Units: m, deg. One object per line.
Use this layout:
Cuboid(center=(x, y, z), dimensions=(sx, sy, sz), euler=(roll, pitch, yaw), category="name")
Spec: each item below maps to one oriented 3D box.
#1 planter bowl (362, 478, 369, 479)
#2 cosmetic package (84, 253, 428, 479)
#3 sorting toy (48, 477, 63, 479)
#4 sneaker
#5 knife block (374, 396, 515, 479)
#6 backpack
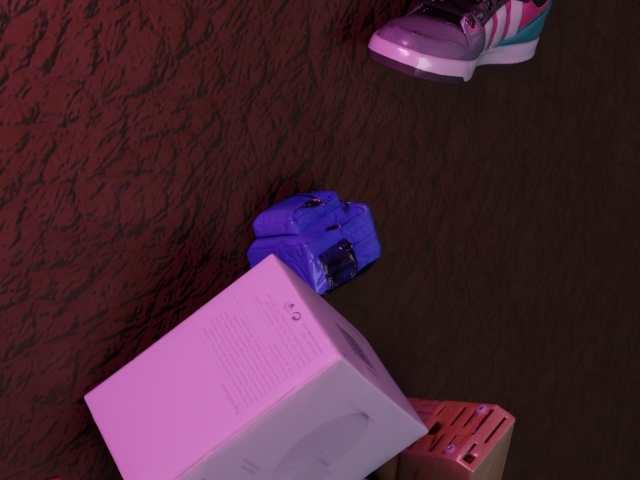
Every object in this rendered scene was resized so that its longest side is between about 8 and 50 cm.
Cuboid(center=(-0.030, 0.343, 1.737), dimensions=(0.217, 0.090, 0.217), euler=(-32, 134, -40), category="planter bowl")
Cuboid(center=(-0.057, 0.163, 1.472), dimensions=(0.225, 0.138, 0.224), euler=(-38, 146, 5), category="cosmetic package")
Cuboid(center=(-0.309, 0.291, 1.349), dimensions=(0.274, 0.046, 0.132), euler=(-6, 115, -54), category="sorting toy")
Cuboid(center=(0.160, -0.262, 1.588), dimensions=(0.295, 0.124, 0.178), euler=(-24, 134, -56), category="sneaker")
Cuboid(center=(0.165, 0.300, 1.861), dimensions=(0.088, 0.276, 0.242), euler=(-48, 113, -27), category="knife block")
Cuboid(center=(0.000, 0.000, 1.556), dimensions=(0.120, 0.098, 0.101), euler=(-26, 110, -43), category="backpack")
